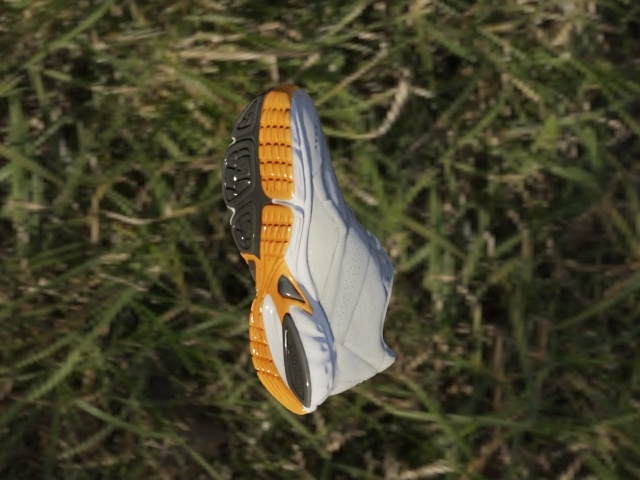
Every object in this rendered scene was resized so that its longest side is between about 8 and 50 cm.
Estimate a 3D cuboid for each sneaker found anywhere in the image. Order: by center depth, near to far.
[{"bbox_3d":[0.000,0.000,1.267,0.121,0.099,0.263,-16,108,-35],"label":"sneaker"}]
